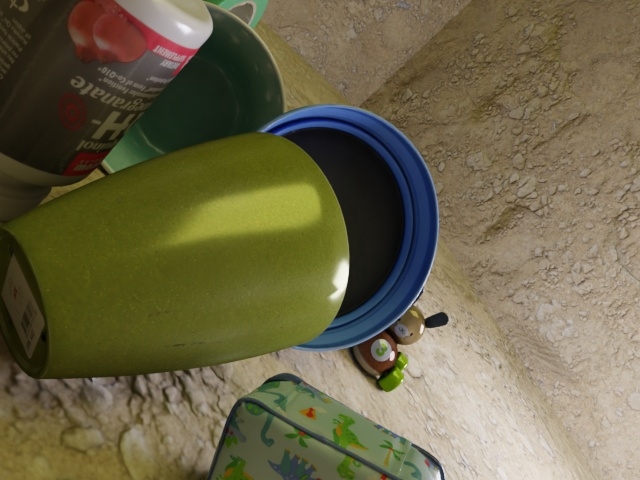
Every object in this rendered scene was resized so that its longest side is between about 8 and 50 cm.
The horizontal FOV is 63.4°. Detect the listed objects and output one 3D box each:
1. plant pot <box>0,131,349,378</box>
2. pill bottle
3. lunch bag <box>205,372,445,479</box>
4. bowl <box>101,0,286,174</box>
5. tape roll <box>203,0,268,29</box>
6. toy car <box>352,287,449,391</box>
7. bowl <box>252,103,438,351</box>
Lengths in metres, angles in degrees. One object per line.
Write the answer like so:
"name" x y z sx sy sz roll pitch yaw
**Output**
"plant pot" -0.165 0.028 0.550 0.293 0.275 0.275 -15 65 -48
"pill bottle" -0.277 -0.169 0.539 0.176 0.318 0.176 42 21 -20
"lunch bag" -0.004 0.251 0.512 0.218 0.176 0.090 22 13 18
"bowl" -0.222 -0.222 0.863 0.311 0.311 0.163 43 1 -20
"tape roll" -0.254 -0.463 1.136 0.077 0.321 0.321 49 19 -6
"toy car" 0.160 0.180 1.050 0.155 0.188 0.149 50 19 2
"bowl" 0.009 -0.019 0.843 0.391 0.391 0.077 42 -8 -21
